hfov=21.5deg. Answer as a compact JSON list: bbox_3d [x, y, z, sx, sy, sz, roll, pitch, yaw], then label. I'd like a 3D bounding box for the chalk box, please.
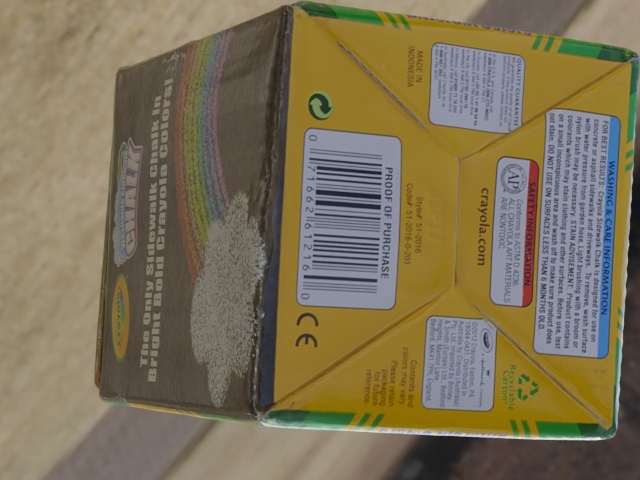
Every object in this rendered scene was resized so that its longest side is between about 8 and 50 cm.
[{"bbox_3d":[0.000,0.000,0.615,0.213,0.132,0.132,177,-82,-66],"label":"chalk box"}]
